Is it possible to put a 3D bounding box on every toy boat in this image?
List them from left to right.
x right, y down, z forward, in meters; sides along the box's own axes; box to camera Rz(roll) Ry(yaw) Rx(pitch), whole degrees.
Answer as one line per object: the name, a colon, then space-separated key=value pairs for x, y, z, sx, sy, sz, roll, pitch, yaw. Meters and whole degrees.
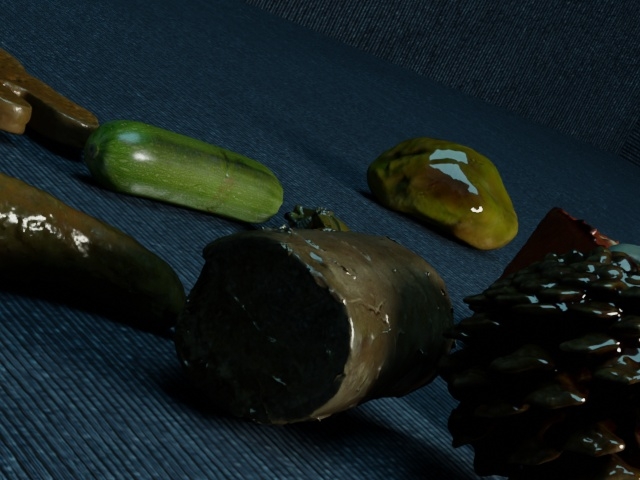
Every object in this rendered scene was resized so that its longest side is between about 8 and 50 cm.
toy boat: x=0.000 y=0.000 z=1.717 sx=0.049 sy=0.047 sz=0.149 roll=22 pitch=12 yaw=-20

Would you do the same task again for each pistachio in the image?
pistachio: x=0.149 y=-0.061 z=2.211 sx=0.189 sy=0.110 sz=0.100 roll=27 pitch=-21 yaw=3

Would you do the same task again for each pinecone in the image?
pinecone: x=0.172 y=0.110 z=1.269 sx=0.179 sy=0.204 sz=0.184 roll=-7 pitch=10 yaw=9

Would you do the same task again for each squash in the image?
squash: x=-0.120 y=-0.059 z=1.681 sx=0.229 sy=0.066 sz=0.066 roll=16 pitch=15 yaw=-49

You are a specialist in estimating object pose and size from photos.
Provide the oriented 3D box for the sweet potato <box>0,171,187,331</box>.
sweet potato: x=-0.193 y=-0.001 z=1.233 sx=0.273 sy=0.075 sz=0.075 roll=23 pitch=10 yaw=-41

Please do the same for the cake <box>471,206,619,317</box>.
cake: x=0.259 y=0.094 z=1.641 sx=0.177 sy=0.151 sz=0.283 roll=35 pitch=6 yaw=-25

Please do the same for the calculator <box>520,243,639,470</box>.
calculator: x=0.231 y=0.095 z=1.432 sx=0.141 sy=0.246 sz=0.045 roll=23 pitch=-34 yaw=28

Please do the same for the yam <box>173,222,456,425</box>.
yam: x=-0.002 y=0.053 z=1.254 sx=0.128 sy=0.129 sz=0.238 roll=71 pitch=17 yaw=6

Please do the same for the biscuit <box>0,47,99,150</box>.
biscuit: x=-0.332 y=-0.159 z=1.711 sx=0.295 sy=0.044 sz=0.186 roll=36 pitch=11 yaw=36
